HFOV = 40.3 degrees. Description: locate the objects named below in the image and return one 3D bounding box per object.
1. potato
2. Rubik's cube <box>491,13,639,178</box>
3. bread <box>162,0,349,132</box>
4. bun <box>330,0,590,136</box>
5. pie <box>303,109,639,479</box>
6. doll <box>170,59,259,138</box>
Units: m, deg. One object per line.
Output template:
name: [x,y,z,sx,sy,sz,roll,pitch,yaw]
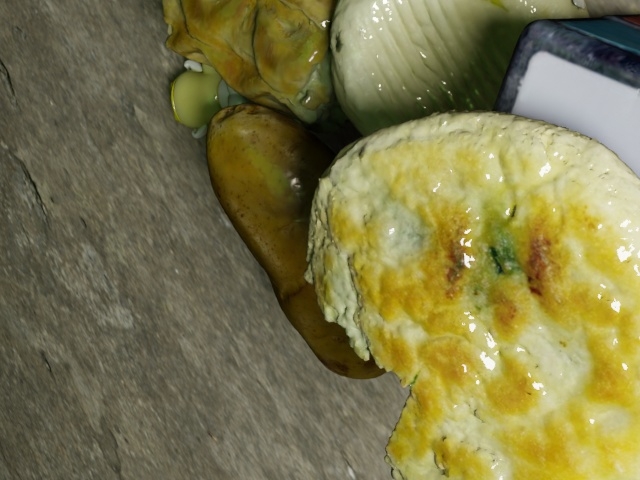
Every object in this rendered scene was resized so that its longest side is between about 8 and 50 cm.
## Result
potato: [0.000,0.000,1.002,0.176,0.195,0.369,-32,114,4]
Rubik's cube: [0.303,0.010,0.730,0.318,0.316,0.314,30,118,25]
bread: [-0.042,-0.268,0.987,0.252,0.196,0.239,27,119,24]
bun: [0.139,-0.181,0.877,0.259,0.160,0.259,1,117,2]
pie: [0.121,0.054,0.631,0.337,0.075,0.338,11,108,35]
doll: [-0.135,-0.190,1.157,0.162,0.062,0.106,2,102,37]
